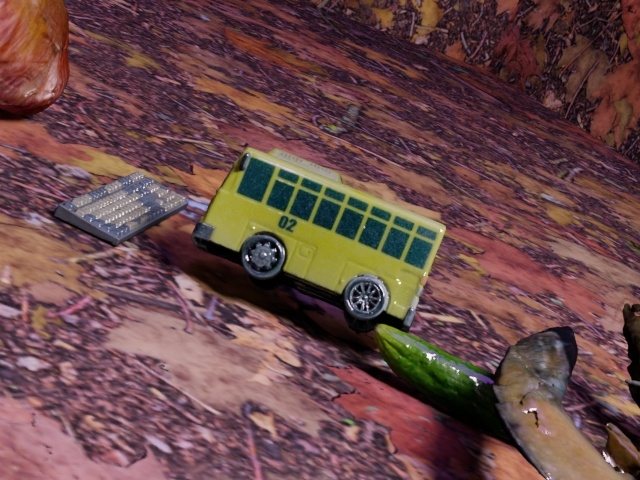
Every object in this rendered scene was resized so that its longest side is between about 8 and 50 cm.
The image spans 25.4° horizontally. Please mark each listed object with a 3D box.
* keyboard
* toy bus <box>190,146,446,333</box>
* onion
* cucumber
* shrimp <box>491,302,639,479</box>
[{"bbox_3d":[-0.154,-0.027,1.127,0.055,0.014,0.176,29,15,6],"label":"keyboard"},{"bbox_3d":[0.000,0.000,1.062,0.175,0.101,0.088,23,-8,5],"label":"toy bus"},{"bbox_3d":[-0.298,-0.222,1.232,0.230,0.163,0.230,40,7,-6],"label":"onion"},{"bbox_3d":[0.109,0.108,1.012,0.167,0.039,0.039,28,15,4],"label":"cucumber"},{"bbox_3d":[0.224,0.136,0.973,0.272,0.085,0.445,30,20,-7],"label":"shrimp"}]
